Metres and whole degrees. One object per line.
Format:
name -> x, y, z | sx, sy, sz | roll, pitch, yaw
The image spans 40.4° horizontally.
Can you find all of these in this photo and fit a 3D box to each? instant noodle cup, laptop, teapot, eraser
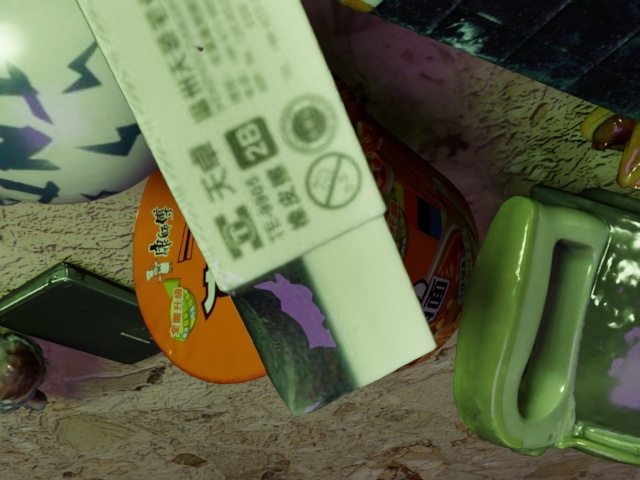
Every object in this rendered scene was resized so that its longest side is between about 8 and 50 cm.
instant noodle cup -> 0.000, 0.000, 0.711 | 0.250, 0.250, 0.192 | -29, 151, 32
laptop -> -0.255, 0.093, 0.998 | 0.154, 0.026, 0.207 | -26, 143, 30
teapot -> 0.263, 0.084, 0.761 | 0.239, 0.239, 0.321 | 19, -173, 19
eraser -> -0.061, -0.107, 0.432 | 0.098, 0.096, 0.404 | -26, 111, -7

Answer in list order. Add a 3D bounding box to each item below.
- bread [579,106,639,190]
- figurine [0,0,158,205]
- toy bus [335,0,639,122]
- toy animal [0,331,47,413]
bread -> 0.406, -0.102, 0.665 | 0.324, 0.167, 0.277 | 6, 146, -17
figurine -> -0.240, -0.110, 0.534 | 0.381, 0.186, 0.261 | -4, 154, -12
toy bus -> 0.141, -0.196, 0.478 | 0.323, 0.162, 0.194 | 13, 147, -30
toy animal -> -0.369, 0.146, 0.991 | 0.195, 0.090, 0.324 | 17, 160, 21
